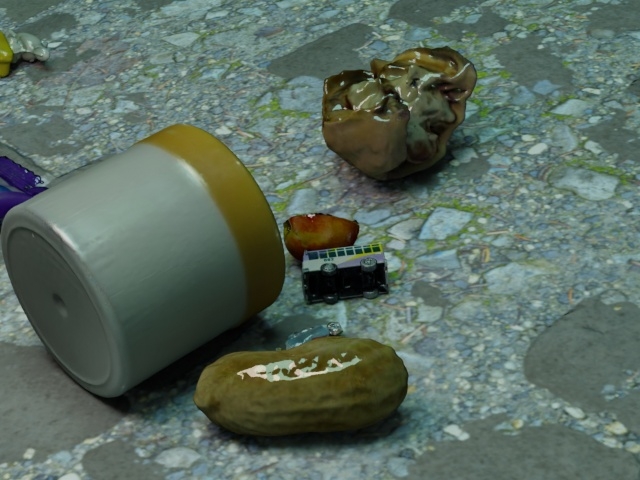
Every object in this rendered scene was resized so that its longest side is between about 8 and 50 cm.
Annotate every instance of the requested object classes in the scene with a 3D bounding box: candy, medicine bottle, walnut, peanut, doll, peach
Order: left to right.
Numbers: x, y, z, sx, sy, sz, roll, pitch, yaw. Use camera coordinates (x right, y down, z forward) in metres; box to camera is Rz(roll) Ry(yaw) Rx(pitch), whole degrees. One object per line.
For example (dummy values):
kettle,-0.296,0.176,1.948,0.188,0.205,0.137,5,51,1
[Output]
candy,-0.498,-0.039,1.817,0.275,0.070,0.145,-28,45,-36
doll,-0.509,-0.323,2.264,0.113,0.072,0.135,-5,27,-13
medicine bottle,-0.198,0.021,1.516,0.232,0.238,0.238,-30,40,-30
peanut,-0.020,0.152,1.417,0.226,0.095,0.108,-7,17,5
candy,-0.014,0.111,1.542,0.083,0.020,0.030,-22,35,-19
peach,-0.001,0.000,1.674,0.098,0.061,0.098,3,-11,1
walnut,0.094,-0.164,1.844,0.204,0.141,0.238,10,35,45

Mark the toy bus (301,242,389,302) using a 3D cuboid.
toy bus,0.027,0.037,1.621,0.102,0.052,0.058,-7,32,-2
